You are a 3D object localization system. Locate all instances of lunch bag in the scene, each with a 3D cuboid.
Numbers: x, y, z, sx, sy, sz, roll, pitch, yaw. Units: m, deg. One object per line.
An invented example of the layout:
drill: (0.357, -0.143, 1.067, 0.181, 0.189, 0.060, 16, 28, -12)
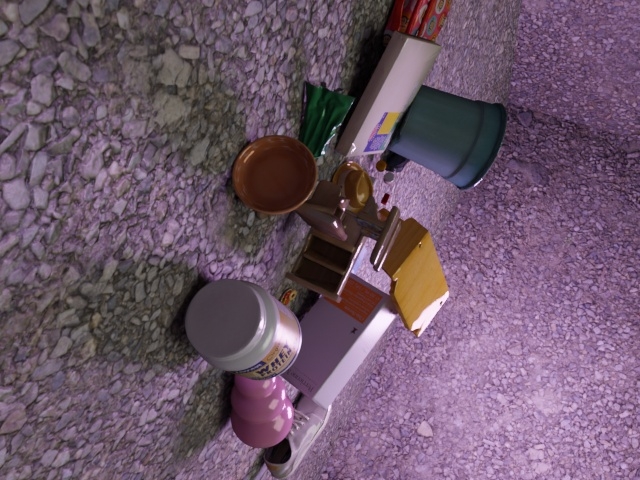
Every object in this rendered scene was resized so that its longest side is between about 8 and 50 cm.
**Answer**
lunch bag: (0.309, -0.736, 1.846, 0.258, 0.120, 0.293, 0, 114, -62)

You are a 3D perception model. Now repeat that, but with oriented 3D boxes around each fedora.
fedora: (0.124, -0.173, 1.928, 0.194, 0.079, 0.194, 2, 87, -44)

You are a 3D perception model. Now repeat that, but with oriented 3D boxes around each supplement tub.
supplement tub: (-0.194, 0.233, 1.485, 0.228, 0.228, 0.316, -62, 158, -11)

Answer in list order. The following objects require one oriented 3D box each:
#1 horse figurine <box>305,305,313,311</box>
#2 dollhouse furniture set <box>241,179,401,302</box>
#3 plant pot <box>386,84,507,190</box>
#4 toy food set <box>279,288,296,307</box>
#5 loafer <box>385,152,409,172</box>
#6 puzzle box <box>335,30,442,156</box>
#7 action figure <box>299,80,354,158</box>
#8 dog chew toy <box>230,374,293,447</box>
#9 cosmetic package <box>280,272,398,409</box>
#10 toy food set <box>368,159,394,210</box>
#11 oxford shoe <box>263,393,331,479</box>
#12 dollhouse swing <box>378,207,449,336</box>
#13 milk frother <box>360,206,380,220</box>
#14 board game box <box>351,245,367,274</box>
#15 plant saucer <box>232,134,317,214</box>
horse figurine: (0.018, 0.223, 2.203, 0.174, 0.066, 0.263, -3, 117, -60)
dollhouse furniture set: (0.000, 0.000, 1.521, 0.256, 0.362, 0.394, -65, 166, -5)
plant pot: (0.434, -0.395, 2.081, 0.341, 0.334, 0.341, -161, -90, -80)
toy food set: (-0.113, 0.203, 1.932, 0.082, 0.020, 0.083, -68, 159, 5)
loafer: (0.318, -0.336, 2.334, 0.223, 0.076, 0.078, -44, 145, -54)
puzzle box: (0.218, -0.456, 1.834, 0.272, 0.052, 0.408, -19, 143, -56)
action figure: (-0.002, -0.311, 1.565, 0.063, 0.137, 0.232, -58, 170, -55)
dog chew toy: (-0.196, 0.506, 1.823, 0.206, 0.207, 0.331, -46, 143, -42)
cosmetic package: (0.051, 0.351, 2.080, 0.453, 0.230, 0.161, -52, 148, -14)
toy food set: (0.211, -0.183, 2.192, 0.104, 0.111, 0.232, 55, 57, -84)
oxford shoe: (-0.091, 0.781, 2.414, 0.449, 0.169, 0.130, -58, 135, -21)
dollhouse swing: (0.273, 0.102, 2.117, 0.315, 0.305, 0.346, -48, 135, -22)
milk frother: (0.126, -0.068, 2.060, 0.129, 0.134, 0.143, -27, 144, -11)
board game box: (0.127, 0.051, 2.336, 0.145, 0.027, 0.281, -63, 159, -13)
plant saucer: (-0.106, -0.151, 1.346, 0.199, 0.200, 0.037, -61, 170, -13)
